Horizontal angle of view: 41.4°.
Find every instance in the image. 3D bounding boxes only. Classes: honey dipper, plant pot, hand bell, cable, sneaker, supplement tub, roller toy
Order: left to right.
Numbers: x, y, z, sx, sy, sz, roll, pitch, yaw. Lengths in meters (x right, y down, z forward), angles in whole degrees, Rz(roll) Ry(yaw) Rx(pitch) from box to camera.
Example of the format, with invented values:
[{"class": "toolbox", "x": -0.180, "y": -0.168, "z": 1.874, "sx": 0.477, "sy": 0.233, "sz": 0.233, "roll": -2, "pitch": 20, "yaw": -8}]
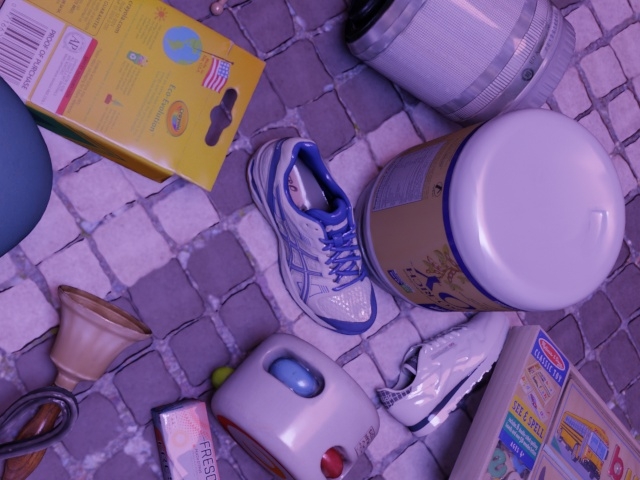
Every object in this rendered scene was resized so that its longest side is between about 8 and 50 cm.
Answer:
[{"class": "plant pot", "x": -0.410, "y": -0.077, "z": 0.915, "sx": 0.195, "sy": 0.290, "sz": 0.290, "roll": 13, "pitch": 79, "yaw": -58}, {"class": "cable", "x": -0.411, "y": 0.247, "z": 0.938, "sx": 0.287, "sy": 0.072, "sz": 0.140, "roll": -9, "pitch": 93, "yaw": -3}, {"class": "hand bell", "x": -0.314, "y": 0.189, "z": 1.018, "sx": 0.126, "sy": 0.126, "sz": 0.242, "roll": 29, "pitch": 88, "yaw": -18}, {"class": "honey dipper", "x": -0.103, "y": -0.375, "z": 1.179, "sx": 0.030, "sy": 0.030, "sz": 0.161, "roll": 36, "pitch": 76, "yaw": -17}, {"class": "roller toy", "x": -0.026, "y": 0.219, "z": 1.073, "sx": 0.209, "sy": 0.191, "sz": 0.146, "roll": 48, "pitch": 69, "yaw": -12}, {"class": "sneaker", "x": 0.000, "y": 0.000, "z": 1.137, "sx": 0.112, "sy": 0.131, "sz": 0.296, "roll": -34, "pitch": 100, "yaw": -24}, {"class": "sneaker", "x": 0.184, "y": 0.171, "z": 1.229, "sx": 0.095, "sy": 0.090, "sz": 0.235, "roll": 45, "pitch": 68, "yaw": -2}, {"class": "supplement tub", "x": 0.201, "y": -0.025, "z": 1.114, "sx": 0.241, "sy": 0.331, "sz": 0.241, "roll": 2, "pitch": 84, "yaw": -23}]

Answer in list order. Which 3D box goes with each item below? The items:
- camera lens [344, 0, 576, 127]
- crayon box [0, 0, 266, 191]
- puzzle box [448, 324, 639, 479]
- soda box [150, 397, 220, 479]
[{"class": "camera lens", "x": 0.189, "y": -0.299, "z": 1.192, "sx": 0.274, "sy": 0.219, "sz": 0.219, "roll": 30, "pitch": 75, "yaw": -18}, {"class": "crayon box", "x": -0.252, "y": -0.209, "z": 1.072, "sx": 0.318, "sy": 0.081, "sz": 0.202, "roll": 27, "pitch": 76, "yaw": -18}, {"class": "puzzle box", "x": 0.360, "y": 0.351, "z": 1.231, "sx": 0.409, "sy": 0.052, "sz": 0.272, "roll": 45, "pitch": 57, "yaw": -26}, {"class": "soda box", "x": -0.166, "y": 0.298, "z": 1.080, "sx": 0.063, "sy": 0.058, "sz": 0.183, "roll": -11, "pitch": 89, "yaw": -24}]
